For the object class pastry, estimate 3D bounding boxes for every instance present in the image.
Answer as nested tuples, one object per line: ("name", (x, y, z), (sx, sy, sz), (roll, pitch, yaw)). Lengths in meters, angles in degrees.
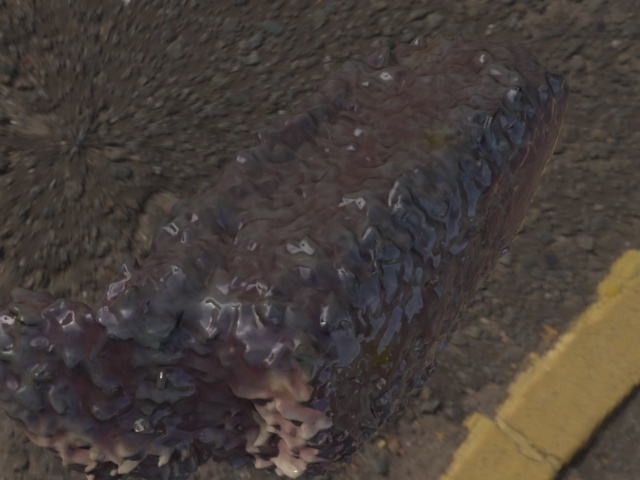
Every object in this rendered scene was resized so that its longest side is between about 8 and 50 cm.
("pastry", (0.007, 0.006, 0.481), (0.265, 0.112, 0.103), (-37, 134, -28))
